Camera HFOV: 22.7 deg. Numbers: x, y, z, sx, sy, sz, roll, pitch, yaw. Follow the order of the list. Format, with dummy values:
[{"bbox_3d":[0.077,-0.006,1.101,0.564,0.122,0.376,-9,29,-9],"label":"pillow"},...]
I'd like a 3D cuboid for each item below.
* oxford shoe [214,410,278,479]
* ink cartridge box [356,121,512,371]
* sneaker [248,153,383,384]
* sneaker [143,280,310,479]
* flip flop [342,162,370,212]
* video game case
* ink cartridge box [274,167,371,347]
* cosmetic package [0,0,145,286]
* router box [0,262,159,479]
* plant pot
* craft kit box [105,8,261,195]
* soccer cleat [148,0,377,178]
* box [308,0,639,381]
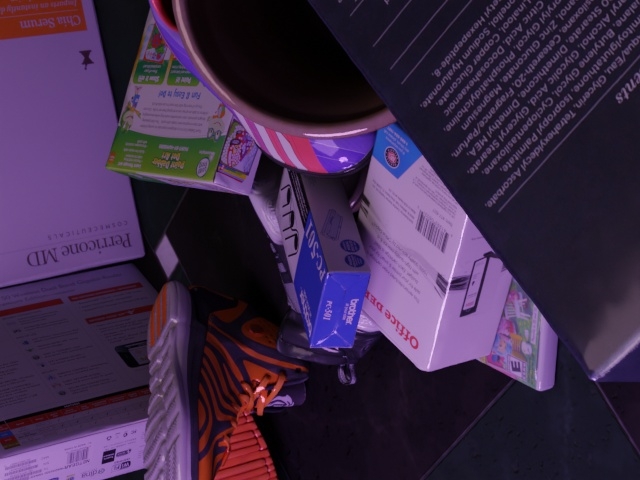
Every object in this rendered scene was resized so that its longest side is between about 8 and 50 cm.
[{"bbox_3d":[-0.112,0.349,1.924,0.133,0.130,0.363,-173,73,-80],"label":"oxford shoe"},{"bbox_3d":[0.109,-0.003,1.492,0.148,0.086,0.203,45,135,41],"label":"ink cartridge box"},{"bbox_3d":[-0.020,0.033,1.721,0.268,0.101,0.153,53,139,31],"label":"sneaker"},{"bbox_3d":[-0.098,0.189,1.793,0.124,0.180,0.321,128,149,-48],"label":"sneaker"},{"bbox_3d":[-0.001,-0.163,1.650,0.112,0.080,0.277,8,107,55],"label":"flip flop"},{"bbox_3d":[0.158,0.014,1.524,0.193,0.023,0.212,26,121,50],"label":"video game case"},{"bbox_3d":[0.000,0.000,1.558,0.207,0.046,0.097,-106,23,-48],"label":"ink cartridge box"},{"bbox_3d":[-0.407,-0.172,2.112,0.161,0.230,0.453,-10,93,56],"label":"cosmetic package"},{"bbox_3d":[-0.314,0.170,1.991,0.301,0.335,0.082,46,135,41],"label":"router box"},{"bbox_3d":[0.022,-0.225,1.433,0.263,0.229,0.263,1,97,11],"label":"plant pot"},{"bbox_3d":[-0.131,-0.182,1.775,0.250,0.061,0.246,11,81,55],"label":"craft kit box"},{"bbox_3d":[-0.065,-0.171,1.567,0.318,0.108,0.116,43,177,35],"label":"soccer cleat"},{"bbox_3d":[0.221,-0.112,1.105,0.212,0.293,0.395,-50,56,25],"label":"box"}]
